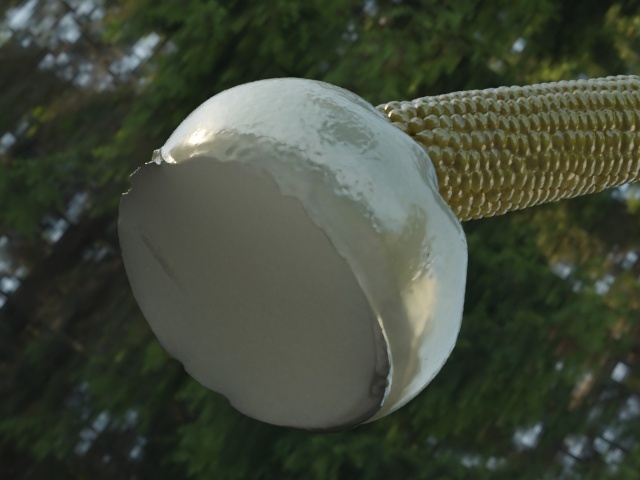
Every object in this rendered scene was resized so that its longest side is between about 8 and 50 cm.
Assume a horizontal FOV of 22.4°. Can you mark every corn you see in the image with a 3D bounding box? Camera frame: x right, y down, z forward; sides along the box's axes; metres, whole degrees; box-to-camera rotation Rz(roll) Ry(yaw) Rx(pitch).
[{"bbox_3d":[0.156,-0.075,1.292,0.106,0.305,0.106,170,-90,-73],"label":"corn"}]

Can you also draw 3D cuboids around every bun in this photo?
[{"bbox_3d":[0.000,0.000,0.773,0.172,0.120,0.173,24,-46,28],"label":"bun"}]
